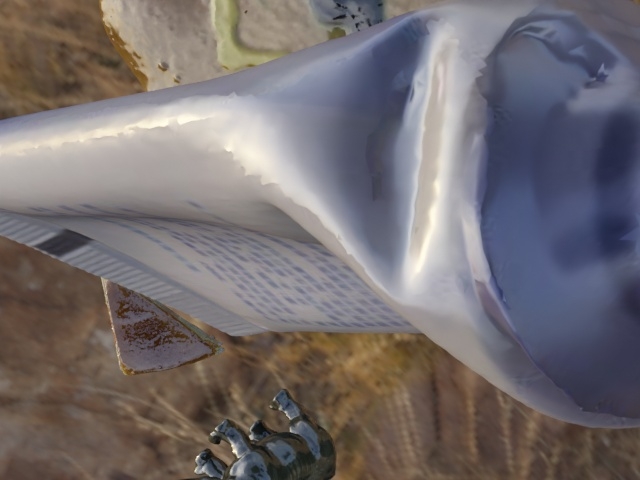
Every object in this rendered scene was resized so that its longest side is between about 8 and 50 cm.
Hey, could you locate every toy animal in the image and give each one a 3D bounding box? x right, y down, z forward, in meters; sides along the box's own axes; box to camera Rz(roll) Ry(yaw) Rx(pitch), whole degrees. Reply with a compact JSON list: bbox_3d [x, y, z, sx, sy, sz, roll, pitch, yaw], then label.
[{"bbox_3d":[-0.045,0.141,1.118,0.065,0.135,0.047,42,127,20],"label":"toy animal"}]

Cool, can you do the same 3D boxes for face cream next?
[{"bbox_3d":[0.000,0.000,0.713,0.420,0.234,0.137,-5,68,51],"label":"face cream"}]

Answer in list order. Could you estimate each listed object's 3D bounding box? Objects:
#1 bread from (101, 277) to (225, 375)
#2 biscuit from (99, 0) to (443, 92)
[{"bbox_3d":[-0.131,0.074,1.406,0.109,0.043,0.062,32,94,-13],"label":"bread"},{"bbox_3d":[0.017,-0.157,1.593,0.394,0.076,0.368,-34,100,31],"label":"biscuit"}]
